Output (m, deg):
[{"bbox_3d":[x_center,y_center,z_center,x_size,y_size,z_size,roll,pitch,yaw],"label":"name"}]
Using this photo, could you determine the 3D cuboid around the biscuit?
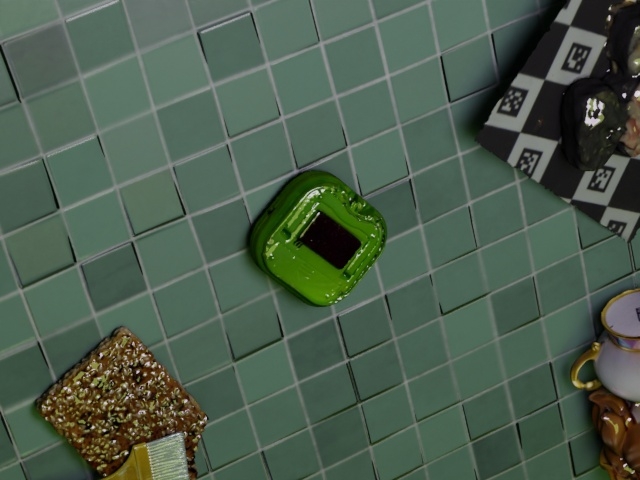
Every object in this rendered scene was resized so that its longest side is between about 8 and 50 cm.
[{"bbox_3d":[-0.190,0.207,1.834,0.131,0.026,0.237,-40,123,-3],"label":"biscuit"}]

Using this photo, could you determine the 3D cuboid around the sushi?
[{"bbox_3d":[0.368,-0.163,1.874,0.339,0.069,0.320,30,98,-45],"label":"sushi"}]

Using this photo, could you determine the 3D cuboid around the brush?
[{"bbox_3d":[-0.238,0.267,1.818,0.205,0.011,0.083,-16,121,-17],"label":"brush"}]

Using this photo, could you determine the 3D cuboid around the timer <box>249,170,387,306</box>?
[{"bbox_3d":[0.000,0.000,1.817,0.140,0.047,0.128,38,92,-34],"label":"timer"}]

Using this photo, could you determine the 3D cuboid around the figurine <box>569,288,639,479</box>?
[{"bbox_3d":[0.402,0.191,2.057,0.189,0.142,0.263,-7,122,12],"label":"figurine"}]
